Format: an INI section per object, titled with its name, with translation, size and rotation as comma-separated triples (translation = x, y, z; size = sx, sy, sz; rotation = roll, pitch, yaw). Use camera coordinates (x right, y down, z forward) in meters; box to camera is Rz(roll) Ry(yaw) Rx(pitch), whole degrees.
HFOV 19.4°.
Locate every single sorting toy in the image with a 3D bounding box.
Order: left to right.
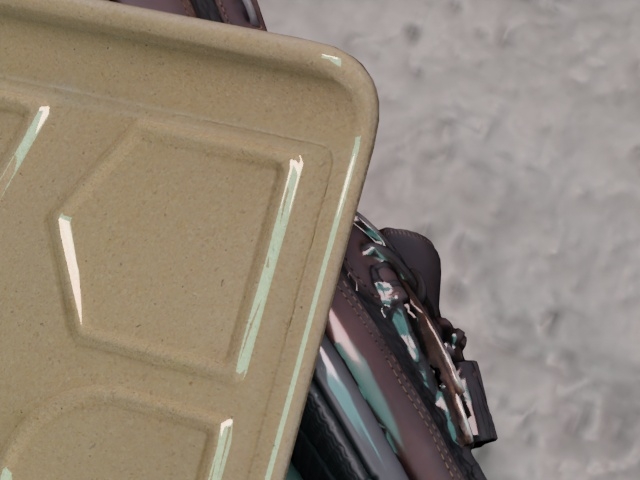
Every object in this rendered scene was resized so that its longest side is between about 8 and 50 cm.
[sorting toy]
translation = -0.144, 0.023, 0.634
size = 0.307, 0.041, 0.229
rotation = 13, 89, 21

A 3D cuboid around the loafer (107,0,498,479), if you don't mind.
[loafer]
translation = 0.000, 0.000, 0.673
size = 0.095, 0.109, 0.303
rotation = -31, 79, -15
